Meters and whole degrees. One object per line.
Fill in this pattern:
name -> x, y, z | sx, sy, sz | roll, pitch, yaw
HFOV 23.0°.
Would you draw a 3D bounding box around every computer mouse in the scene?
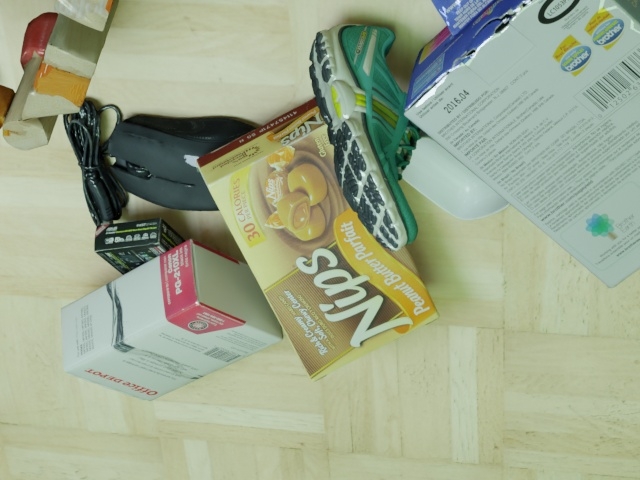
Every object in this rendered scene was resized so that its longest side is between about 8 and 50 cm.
computer mouse -> -0.185, -0.084, 1.953 | 0.272, 0.072, 0.188 | 0, 126, 13

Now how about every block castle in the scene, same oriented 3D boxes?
block castle -> -0.342, -0.324, 1.617 | 0.303, 0.212, 0.453 | 19, 143, -8

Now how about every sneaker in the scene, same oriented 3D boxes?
sneaker -> 0.069, -0.123, 1.755 | 0.110, 0.275, 0.107 | -9, 161, -13

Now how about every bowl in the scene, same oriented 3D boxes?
bowl -> 0.158, -0.089, 1.854 | 0.142, 0.053, 0.142 | 37, 157, -14

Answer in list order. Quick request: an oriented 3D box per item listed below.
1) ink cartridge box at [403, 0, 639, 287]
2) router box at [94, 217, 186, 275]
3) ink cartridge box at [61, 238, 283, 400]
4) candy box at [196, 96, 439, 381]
ink cartridge box -> 0.280, -0.171, 1.724 | 0.395, 0.151, 0.270 | 38, 125, -17
router box -> -0.223, 0.014, 2.023 | 0.092, 0.038, 0.122 | -6, 156, 18
ink cartridge box -> -0.195, 0.108, 2.042 | 0.237, 0.100, 0.172 | -27, 147, 29
candy box -> 0.000, 0.000, 1.921 | 0.183, 0.087, 0.316 | -27, 121, -1
